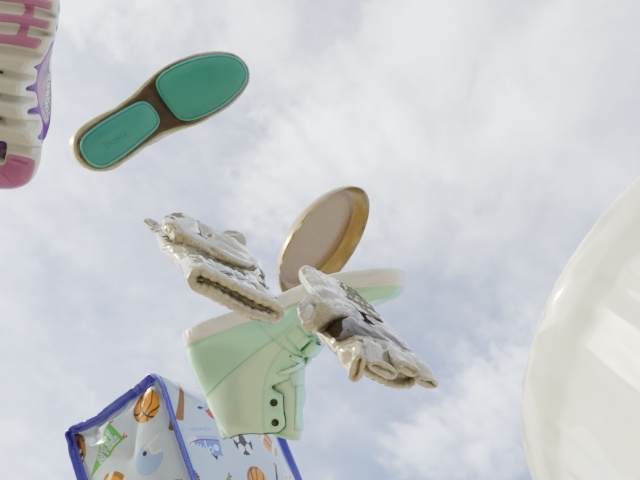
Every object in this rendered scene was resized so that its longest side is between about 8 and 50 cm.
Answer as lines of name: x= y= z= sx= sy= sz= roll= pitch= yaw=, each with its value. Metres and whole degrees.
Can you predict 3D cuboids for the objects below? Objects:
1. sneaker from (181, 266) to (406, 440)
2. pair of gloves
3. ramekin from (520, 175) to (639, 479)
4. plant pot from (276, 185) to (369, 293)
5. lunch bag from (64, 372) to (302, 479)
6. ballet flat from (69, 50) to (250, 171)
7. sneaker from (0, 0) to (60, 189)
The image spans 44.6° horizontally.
sneaker: x=-0.010 y=0.126 z=0.830 sx=0.255 sy=0.094 sz=0.151 roll=-22 pitch=-102 yaw=11
pair of gloves: x=-0.026 y=0.050 z=0.638 sx=0.240 sy=0.204 sz=0.042 roll=27 pitch=-83 yaw=-27
ramekin: x=0.243 y=0.082 z=0.335 sx=0.277 sy=0.135 sz=0.277 roll=-4 pitch=-69 yaw=-11
plant pot: x=0.000 y=0.000 z=1.393 sx=0.032 sy=0.236 sz=0.236 roll=34 pitch=-61 yaw=26
lunch bag: x=-0.157 y=0.421 z=1.177 sx=0.239 sy=0.385 sz=0.328 roll=-36 pitch=-32 yaw=16
ballet flat: x=-0.207 y=-0.167 z=0.994 sx=0.248 sy=0.086 sz=0.086 roll=-31 pitch=-71 yaw=-17
sneaker: x=-0.307 y=-0.175 z=0.778 sx=0.095 sy=0.104 sz=0.236 roll=10 pitch=-71 yaw=-8
